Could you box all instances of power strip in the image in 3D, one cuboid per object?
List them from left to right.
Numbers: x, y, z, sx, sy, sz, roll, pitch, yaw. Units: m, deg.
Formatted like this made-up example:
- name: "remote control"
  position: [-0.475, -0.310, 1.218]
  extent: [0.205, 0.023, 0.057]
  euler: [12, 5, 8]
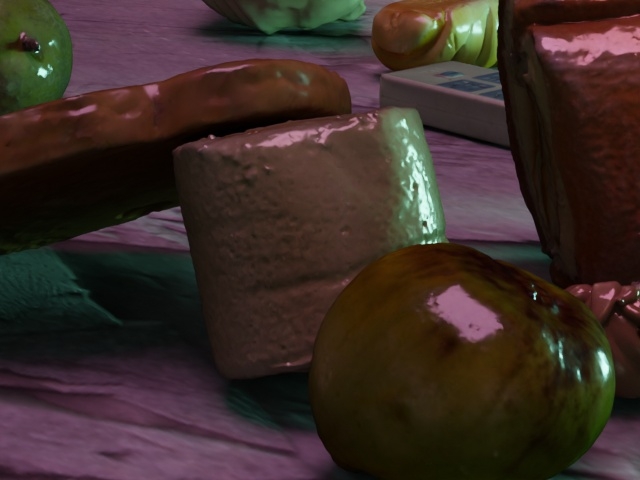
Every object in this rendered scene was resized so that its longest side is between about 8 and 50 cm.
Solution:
- name: "power strip"
  position: [0.197, -0.109, 1.539]
  extent: [0.106, 0.043, 0.367]
  euler: [-15, 23, -41]

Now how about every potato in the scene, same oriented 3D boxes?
- name: "potato"
  position: [-0.312, -0.160, 1.516]
  extent: [0.251, 0.159, 0.174]
  euler: [2, 40, 45]

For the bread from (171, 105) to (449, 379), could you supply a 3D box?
- name: "bread"
  position: [0.000, 0.000, 0.988]
  extent: [0.148, 0.141, 0.134]
  euler: [-11, -3, -31]

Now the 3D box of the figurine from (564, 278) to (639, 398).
- name: "figurine"
  position: [0.208, 0.046, 0.979]
  extent: [0.157, 0.126, 0.114]
  euler: [-32, 72, -17]

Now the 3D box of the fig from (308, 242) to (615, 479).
- name: "fig"
  position: [0.071, 0.064, 0.868]
  extent: [0.153, 0.120, 0.136]
  euler: [7, 14, 21]

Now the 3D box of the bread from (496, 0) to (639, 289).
- name: "bread"
  position: [0.194, -0.076, 1.150]
  extent: [0.123, 0.244, 0.190]
  euler: [-12, 12, -3]

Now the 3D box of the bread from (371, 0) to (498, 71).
- name: "bread"
  position: [0.132, -0.213, 1.793]
  extent: [0.177, 0.084, 0.119]
  euler: [-15, 22, -39]

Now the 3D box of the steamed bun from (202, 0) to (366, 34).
- name: "steamed bun"
  position: [-0.059, -0.367, 2.019]
  extent: [0.203, 0.276, 0.289]
  euler: [-9, 42, 5]

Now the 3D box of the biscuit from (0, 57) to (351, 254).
- name: "biscuit"
  position: [-0.162, -0.044, 1.104]
  extent: [0.376, 0.051, 0.269]
  euler: [-18, -9, 15]
